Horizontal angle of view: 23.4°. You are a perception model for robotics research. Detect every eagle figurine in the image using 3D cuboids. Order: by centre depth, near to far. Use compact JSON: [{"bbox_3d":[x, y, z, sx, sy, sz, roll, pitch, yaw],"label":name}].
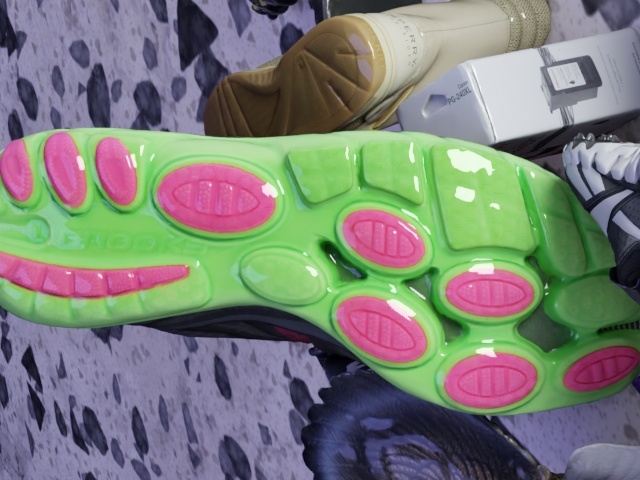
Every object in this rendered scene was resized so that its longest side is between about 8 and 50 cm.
[{"bbox_3d":[0.131,0.204,1.111,0.298,0.225,0.226,-124,21,-61],"label":"eagle figurine"}]

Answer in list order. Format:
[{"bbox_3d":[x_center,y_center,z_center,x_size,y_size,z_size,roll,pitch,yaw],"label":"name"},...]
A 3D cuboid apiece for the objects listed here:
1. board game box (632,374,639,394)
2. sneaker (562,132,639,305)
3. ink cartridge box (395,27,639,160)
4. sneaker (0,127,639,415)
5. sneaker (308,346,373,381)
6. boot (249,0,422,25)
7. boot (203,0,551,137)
[{"bbox_3d":[0.334,0.185,0.913,0.347,0.056,0.208,56,165,14],"label":"board game box"},{"bbox_3d":[0.192,-0.009,0.902,0.234,0.078,0.106,-153,66,-80],"label":"sneaker"},{"bbox_3d":[0.146,-0.095,1.105,0.109,0.150,0.063,-31,75,61],"label":"ink cartridge box"},{"bbox_3d":[0.000,0.000,1.099,0.202,0.482,0.185,-27,-51,-78],"label":"sneaker"},{"bbox_3d":[0.102,0.093,1.223,0.125,0.180,0.321,66,155,13],"label":"sneaker"},{"bbox_3d":[-0.008,-0.240,1.401,0.229,0.091,0.263,164,95,-67],"label":"boot"},{"bbox_3d":[0.039,-0.123,1.225,0.262,0.203,0.095,-30,80,54],"label":"boot"}]
